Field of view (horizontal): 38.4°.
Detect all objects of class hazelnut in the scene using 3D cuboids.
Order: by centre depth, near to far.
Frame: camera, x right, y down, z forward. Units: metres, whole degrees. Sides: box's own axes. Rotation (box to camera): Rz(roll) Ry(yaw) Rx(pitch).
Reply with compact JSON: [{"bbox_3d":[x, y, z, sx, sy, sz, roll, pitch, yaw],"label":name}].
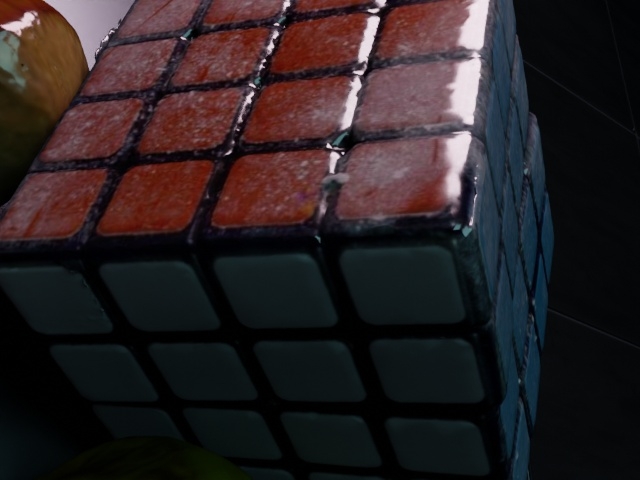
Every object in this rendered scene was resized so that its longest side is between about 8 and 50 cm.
[{"bbox_3d":[-0.291,-0.128,0.747,0.210,0.186,0.210,5,82,-41],"label":"hazelnut"}]

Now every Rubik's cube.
[{"bbox_3d":[0.000,0.000,0.761,0.337,0.343,0.345,69,29,-42],"label":"Rubik's cube"}]

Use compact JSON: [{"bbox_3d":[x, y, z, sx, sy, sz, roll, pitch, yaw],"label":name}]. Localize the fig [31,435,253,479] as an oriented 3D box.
[{"bbox_3d":[-0.117,0.271,0.671,0.271,0.239,0.240,57,31,-51],"label":"fig"}]
